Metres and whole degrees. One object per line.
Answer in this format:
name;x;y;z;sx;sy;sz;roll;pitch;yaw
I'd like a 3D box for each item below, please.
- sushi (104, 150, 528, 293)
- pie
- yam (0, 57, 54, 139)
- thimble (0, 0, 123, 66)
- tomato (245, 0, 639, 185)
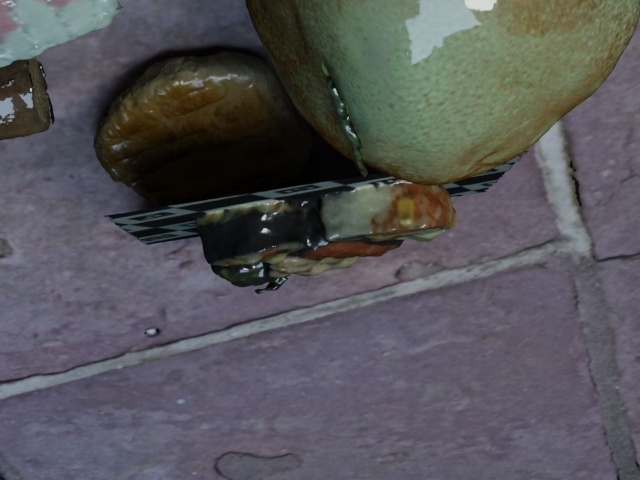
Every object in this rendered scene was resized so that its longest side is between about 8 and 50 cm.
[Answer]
sushi;0.000;0.000;1.560;0.339;0.069;0.320;-9;176;-2
pie;-0.105;-0.089;1.570;0.195;0.046;0.195;-7;142;-6
yam;-0.286;-0.112;1.472;0.127;0.084;0.084;-16;143;3
thimble;-0.230;-0.222;1.240;0.149;0.185;0.211;-16;108;5
tomato;0.085;-0.181;1.330;0.303;0.239;0.303;-9;142;-7
